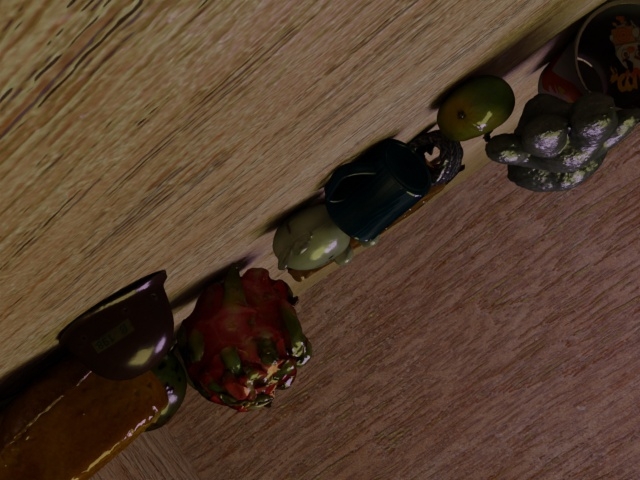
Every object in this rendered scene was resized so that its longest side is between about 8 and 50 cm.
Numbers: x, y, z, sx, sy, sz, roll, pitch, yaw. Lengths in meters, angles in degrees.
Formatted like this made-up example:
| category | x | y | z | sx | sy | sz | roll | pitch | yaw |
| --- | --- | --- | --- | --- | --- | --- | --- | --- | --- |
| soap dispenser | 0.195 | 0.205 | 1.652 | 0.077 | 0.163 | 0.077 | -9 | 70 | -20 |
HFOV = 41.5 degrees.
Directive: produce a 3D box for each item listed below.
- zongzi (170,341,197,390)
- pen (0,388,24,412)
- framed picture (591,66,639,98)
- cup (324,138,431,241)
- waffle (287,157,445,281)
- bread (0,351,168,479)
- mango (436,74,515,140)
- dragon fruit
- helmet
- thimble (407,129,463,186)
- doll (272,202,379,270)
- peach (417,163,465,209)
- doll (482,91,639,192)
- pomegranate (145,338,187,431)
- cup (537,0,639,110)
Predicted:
| category | x | y | z | sx | sy | sz | roll | pitch | yaw |
| --- | --- | --- | --- | --- | --- | --- | --- | --- | --- |
| zongzi | -0.222 | 0.219 | 2.058 | 0.274 | 0.145 | 0.300 | -36 | 170 | -27 |
| pen | -0.481 | 0.252 | 1.349 | 0.025 | 0.025 | 0.204 | -36 | 175 | 17 |
| framed picture | 0.614 | -0.375 | 1.675 | 0.293 | 0.018 | 0.231 | 132 | -20 | -70 |
| cup | 0.084 | -0.076 | 1.330 | 0.138 | 0.113 | 0.150 | -40 | 174 | 39 |
| waffle | 0.078 | -0.041 | 1.713 | 0.224 | 0.098 | 0.328 | -26 | 170 | -45 |
| bread | -0.374 | 0.276 | 1.295 | 0.312 | 0.172 | 0.312 | -44 | 178 | -2 |
| mango | 0.241 | -0.200 | 1.308 | 0.122 | 0.085 | 0.191 | -38 | 173 | 8 |
| dragon fruit | -0.138 | 0.178 | 1.581 | 0.231 | 0.237 | 0.302 | -45 | -161 | 19 |
| helmet | -0.259 | 0.130 | 1.168 | 0.175 | 0.106 | 0.155 | -37 | 176 | -9 |
| thimble | 0.199 | -0.145 | 1.502 | 0.104 | 0.095 | 0.066 | -19 | -176 | 43 |
| doll | -0.005 | -0.011 | 1.462 | 0.155 | 0.113 | 0.275 | -33 | 168 | 26 |
| peach | 0.237 | -0.122 | 2.106 | 0.279 | 0.068 | 0.189 | -39 | -179 | 28 |
| doll | 0.385 | -0.183 | 1.356 | 0.246 | 0.158 | 0.340 | -18 | 164 | 14 |
| pomegranate | -0.337 | 0.251 | 1.546 | 0.179 | 0.179 | 0.210 | -34 | -154 | 4 |
| cup | 0.507 | -0.303 | 1.541 | 0.203 | 0.203 | 0.288 | -34 | -178 | -3 |
